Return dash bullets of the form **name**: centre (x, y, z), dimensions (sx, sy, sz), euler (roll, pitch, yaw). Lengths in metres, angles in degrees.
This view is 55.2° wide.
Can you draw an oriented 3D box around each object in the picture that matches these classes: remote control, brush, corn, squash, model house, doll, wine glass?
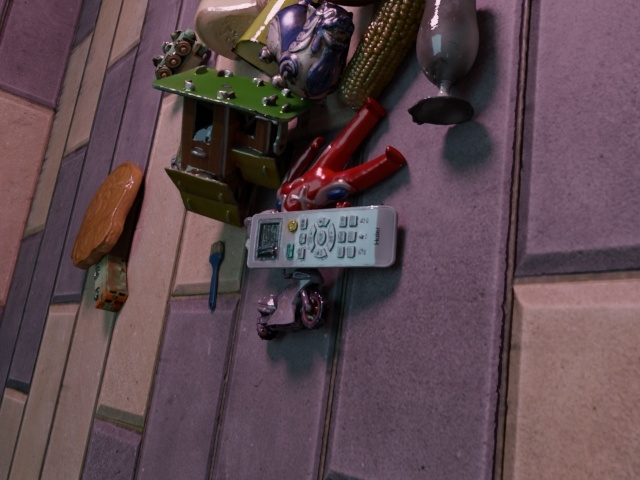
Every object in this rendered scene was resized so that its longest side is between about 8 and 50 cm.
- **remote control**: centre (-0.001, 0.000, 1.067), dimensions (0.293, 0.051, 0.103), euler (-1, 77, 30)
- **brush**: centre (-0.246, 0.080, 1.426), dimensions (0.051, 0.014, 0.164), euler (-19, 61, 48)
- **corn**: centre (0.129, -0.376, 1.090), dimensions (0.320, 0.097, 0.097), euler (-58, 39, 20)
- **squash**: centre (-0.065, -0.505, 1.377), dimensions (0.287, 0.137, 0.137), euler (-53, 40, 9)
- **model house**: centre (-0.164, -0.201, 1.363), dimensions (0.300, 0.340, 0.324), euler (18, 119, 14)
- **doll**: centre (-0.013, -0.092, 1.153), dimensions (0.384, 0.099, 0.188), euler (-42, 47, 28)
- **wine glass**: centre (0.198, -0.297, 0.967), dimensions (0.103, 0.103, 0.222), euler (-9, 68, 49)

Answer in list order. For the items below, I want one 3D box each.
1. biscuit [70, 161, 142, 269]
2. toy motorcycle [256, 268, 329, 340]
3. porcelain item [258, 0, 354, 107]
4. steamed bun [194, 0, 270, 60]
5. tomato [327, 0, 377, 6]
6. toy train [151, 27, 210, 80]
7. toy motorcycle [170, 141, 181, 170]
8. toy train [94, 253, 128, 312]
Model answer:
- **biscuit**: centre (-0.696, -0.087, 1.959), dimensions (0.385, 0.062, 0.365), euler (-20, 50, 49)
- **toy motorcycle**: centre (-0.058, 0.114, 1.128), dimensions (0.215, 0.080, 0.123), euler (-22, 59, 49)
- **porcelain item**: centre (-0.023, -0.393, 1.201), dimensions (0.186, 0.137, 0.288), euler (-63, 25, 28)
- **steamed bun**: centre (-0.197, -0.565, 1.539), dimensions (0.199, 0.170, 0.226), euler (-6, 49, 17)
- **tomato**: centre (0.065, -0.563, 1.127), dimensions (0.256, 0.224, 0.256), euler (-56, 20, 32)
- **toy train**: centre (-0.404, -0.527, 1.785), dimensions (0.194, 0.125, 0.081), euler (-42, 53, 28)
- **toy motorcycle**: centre (-0.347, -0.211, 1.635), dimensions (0.106, 0.074, 0.190), euler (-56, 39, 6)
- **toy train**: centre (-0.630, 0.120, 1.836), dimensions (0.099, 0.072, 0.188), euler (-45, 44, 33)
